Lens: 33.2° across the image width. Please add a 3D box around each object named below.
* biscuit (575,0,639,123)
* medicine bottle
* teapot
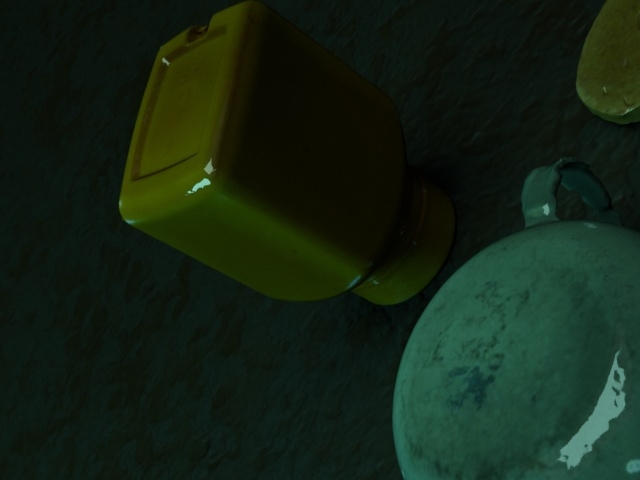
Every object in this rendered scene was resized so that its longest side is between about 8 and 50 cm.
[{"bbox_3d":[0.228,-0.136,0.698,0.140,0.023,0.118,-58,37,0],"label":"biscuit"},{"bbox_3d":[-0.014,-0.042,0.740,0.112,0.222,0.149,-16,55,42],"label":"medicine bottle"},{"bbox_3d":[0.134,0.087,0.570,0.193,0.129,0.295,-18,51,41],"label":"teapot"}]
